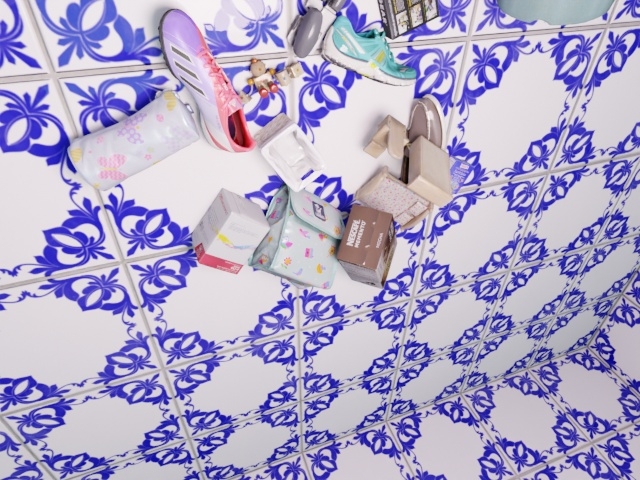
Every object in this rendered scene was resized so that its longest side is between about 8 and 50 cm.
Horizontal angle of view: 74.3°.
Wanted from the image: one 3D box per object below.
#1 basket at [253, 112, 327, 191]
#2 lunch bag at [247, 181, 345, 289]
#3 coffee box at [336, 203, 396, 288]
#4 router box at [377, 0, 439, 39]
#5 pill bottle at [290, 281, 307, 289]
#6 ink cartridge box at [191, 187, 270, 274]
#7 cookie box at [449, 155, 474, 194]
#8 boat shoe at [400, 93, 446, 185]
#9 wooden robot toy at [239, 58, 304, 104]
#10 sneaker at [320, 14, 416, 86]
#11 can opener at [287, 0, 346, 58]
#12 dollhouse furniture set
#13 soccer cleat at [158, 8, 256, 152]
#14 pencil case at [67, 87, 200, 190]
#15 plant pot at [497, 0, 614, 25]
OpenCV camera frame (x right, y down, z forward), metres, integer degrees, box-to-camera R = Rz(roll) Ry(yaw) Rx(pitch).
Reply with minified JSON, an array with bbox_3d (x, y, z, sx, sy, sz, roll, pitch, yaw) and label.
[{"bbox_3d":[-0.078,-0.228,1.082,0.113,0.103,0.167,-37,134,6],"label":"basket"},{"bbox_3d":[-0.051,-0.014,1.206,0.223,0.160,0.262,26,76,-35],"label":"lunch bag"},{"bbox_3d":[0.148,0.028,1.266,0.297,0.118,0.168,55,52,-69],"label":"coffee box"},{"bbox_3d":[0.196,-0.579,0.969,0.133,0.046,0.179,-28,133,-2],"label":"router box"},{"bbox_3d":[-0.087,0.085,1.343,0.087,0.087,0.160,-39,132,7],"label":"pill bottle"},{"bbox_3d":[-0.246,-0.024,1.148,0.127,0.128,0.176,23,115,-37],"label":"ink cartridge box"},{"bbox_3d":[0.437,-0.214,1.385,0.091,0.040,0.107,12,120,-33],"label":"cookie box"},{"bbox_3d":[0.287,-0.259,1.229,0.096,0.117,0.324,-22,139,-12],"label":"boat shoe"},{"bbox_3d":[-0.126,-0.378,0.964,0.173,0.076,0.079,-27,122,-4],"label":"wooden robot toy"},{"bbox_3d":[0.134,-0.443,1.010,0.275,0.107,0.110,7,114,-35],"label":"sneaker"},{"bbox_3d":[0.030,-0.520,0.901,0.076,0.095,0.283,18,123,-36],"label":"can opener"},{"bbox_3d":[0.188,-0.116,1.198,0.303,0.174,0.355,28,138,-20],"label":"dollhouse furniture set"},{"bbox_3d":[-0.228,-0.326,0.901,0.109,0.116,0.318,-50,144,-29],"label":"soccer cleat"},{"bbox_3d":[-0.403,-0.219,0.926,0.273,0.113,0.124,-30,128,-1],"label":"pencil case"},{"bbox_3d":[0.536,-0.673,0.886,0.341,0.341,0.334,-21,140,-10],"label":"plant pot"}]
